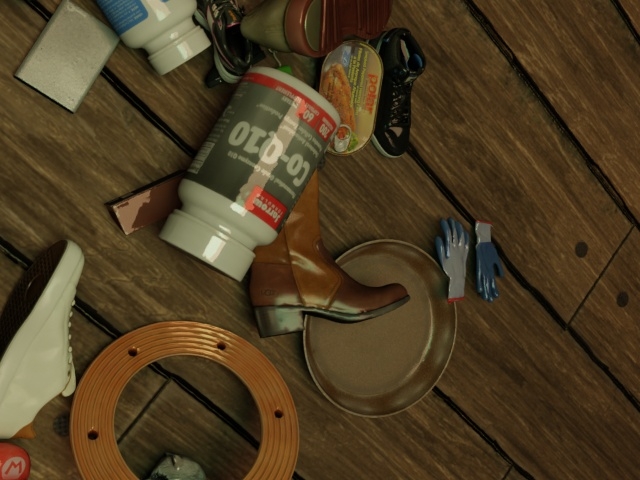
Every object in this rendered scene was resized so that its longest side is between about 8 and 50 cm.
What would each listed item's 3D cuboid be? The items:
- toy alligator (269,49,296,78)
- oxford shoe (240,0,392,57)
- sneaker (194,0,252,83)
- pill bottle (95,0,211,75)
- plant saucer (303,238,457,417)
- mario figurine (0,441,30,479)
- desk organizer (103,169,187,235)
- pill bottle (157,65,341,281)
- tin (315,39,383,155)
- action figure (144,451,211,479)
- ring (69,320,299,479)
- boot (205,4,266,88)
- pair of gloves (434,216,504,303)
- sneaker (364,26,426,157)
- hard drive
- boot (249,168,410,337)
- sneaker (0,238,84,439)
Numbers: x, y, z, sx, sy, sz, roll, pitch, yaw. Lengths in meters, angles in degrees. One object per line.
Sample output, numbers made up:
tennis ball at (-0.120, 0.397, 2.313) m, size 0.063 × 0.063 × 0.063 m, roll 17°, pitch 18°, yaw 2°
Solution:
toy alligator at (-0.050, -0.241, 1.247) m, size 0.056 × 0.051 × 0.189 m, roll -17°, pitch 101°, yaw -26°
oxford shoe at (0.007, -0.367, 1.189) m, size 0.348 × 0.130 × 0.122 m, roll -36°, pitch 130°, yaw -53°
sneaker at (-0.137, -0.327, 1.140) m, size 0.072 × 0.077 × 0.178 m, roll -27°, pitch 96°, yaw -19°
pill bottle at (-0.254, -0.351, 1.096) m, size 0.124 × 0.124 × 0.221 m, roll -38°, pitch 109°, yaw -20°
plant saucer at (0.100, 0.151, 1.353) m, size 0.311 × 0.050 × 0.310 m, roll -2°, pitch 95°, yaw -28°
mario figurine at (-0.459, 0.423, 1.010) m, size 0.170 × 0.198 × 0.320 m, roll 23°, pitch 87°, yaw -14°
desk organizer at (-0.251, -0.058, 1.161) m, size 0.130 × 0.047 × 0.050 m, roll -28°, pitch 108°, yaw -23°
pill bottle at (-0.104, -0.093, 1.119) m, size 0.161 × 0.161 × 0.283 m, roll 33°, pitch 81°, yaw -25°
tin at (0.043, -0.235, 1.276) m, size 0.106 × 0.040 × 0.189 m, roll 4°, pitch 109°, yaw -14°
action figure at (-0.249, 0.485, 1.172) m, size 0.342 × 0.178 × 0.330 m, roll 4°, pitch 85°, yaw 2°
ring at (-0.193, 0.272, 1.131) m, size 0.337 × 0.032 × 0.336 m, roll 13°, pitch 53°, yaw -18°
boot at (-0.149, -0.304, 1.198) m, size 0.121 × 0.045 × 0.099 m, roll -37°, pitch 108°, yaw -23°
pair of gloves at (0.277, 0.037, 1.427) m, size 0.198 × 0.023 × 0.159 m, roll 2°, pitch 83°, yaw -44°
sneaker at (0.129, -0.247, 1.300) m, size 0.079 × 0.121 × 0.216 m, roll -14°, pitch 100°, yaw -25°
hard drive at (-0.359, -0.264, 1.104) m, size 0.094 × 0.022 × 0.135 m, roll 33°, pitch 78°, yaw -25°
boot at (0.000, 0.000, 1.247) m, size 0.264 × 0.096 × 0.280 m, roll -8°, pitch 82°, yaw -8°
sneaker at (-0.385, 0.141, 1.085) m, size 0.123 × 0.106 × 0.290 m, roll 27°, pitch 88°, yaw -36°
